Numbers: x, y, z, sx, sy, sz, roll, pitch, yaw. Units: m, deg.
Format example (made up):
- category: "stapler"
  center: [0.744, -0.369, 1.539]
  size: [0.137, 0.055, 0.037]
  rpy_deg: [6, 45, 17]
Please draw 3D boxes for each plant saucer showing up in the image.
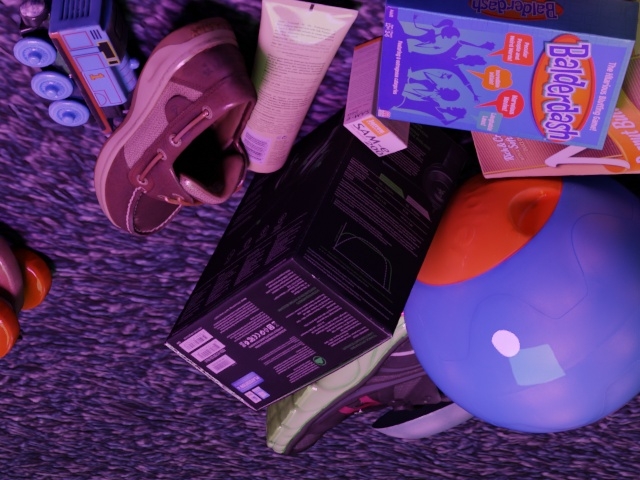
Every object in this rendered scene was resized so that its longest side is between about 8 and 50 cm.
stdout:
- category: "plant saucer"
  center: [0.163, 0.221, 2.008]
  size: [0.195, 0.037, 0.195]
  rpy_deg: [-25, -178, 1]

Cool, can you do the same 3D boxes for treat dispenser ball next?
- category: "treat dispenser ball"
  center: [0.230, 0.058, 1.604]
  size: [0.288, 0.288, 0.288]
  rpy_deg: [6, 149, 4]

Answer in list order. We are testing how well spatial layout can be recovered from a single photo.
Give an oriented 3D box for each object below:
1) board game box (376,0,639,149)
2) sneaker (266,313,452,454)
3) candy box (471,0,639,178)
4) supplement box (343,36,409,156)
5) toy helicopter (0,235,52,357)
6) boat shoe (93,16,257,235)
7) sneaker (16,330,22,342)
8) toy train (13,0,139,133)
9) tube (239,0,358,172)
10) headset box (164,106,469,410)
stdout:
- category: "board game box"
  center: [0.158, -0.156, 1.338]
  size: [0.210, 0.047, 0.160]
  rpy_deg: [8, 148, 5]
- category: "sneaker"
  center: [0.075, 0.167, 1.925]
  size: [0.202, 0.185, 0.483]
  rpy_deg: [24, 147, -17]
- category: "candy box"
  center: [0.217, -0.181, 1.411]
  size: [0.183, 0.087, 0.316]
  rpy_deg: [-1, 148, 17]
- category: "supplement box"
  center: [0.059, -0.141, 1.504]
  size: [0.036, 0.098, 0.062]
  rpy_deg: [-17, 140, 35]
- category: "toy helicopter"
  center: [-0.534, 0.072, 1.950]
  size: [0.355, 0.140, 0.235]
  rpy_deg: [-29, 111, 30]
- category: "boat shoe"
  center: [-0.140, -0.084, 1.589]
  size: [0.123, 0.123, 0.342]
  rpy_deg: [-23, 160, -34]
- category: "sneaker"
  center: [-0.441, 0.119, 2.122]
  size: [0.035, 0.031, 0.083]
  rpy_deg: [-14, 149, 9]
- category: "toy train"
  center: [-0.236, -0.181, 1.535]
  size: [0.105, 0.080, 0.184]
  rpy_deg: [-5, 146, 11]
- category: "tube"
  center: [-0.035, -0.161, 1.544]
  size: [0.062, 0.070, 0.240]
  rpy_deg: [48, 148, 17]
- category: "headset box"
  center: [0.000, 0.000, 1.590]
  size: [0.131, 0.283, 0.246]
  rpy_deg: [39, 139, -16]
